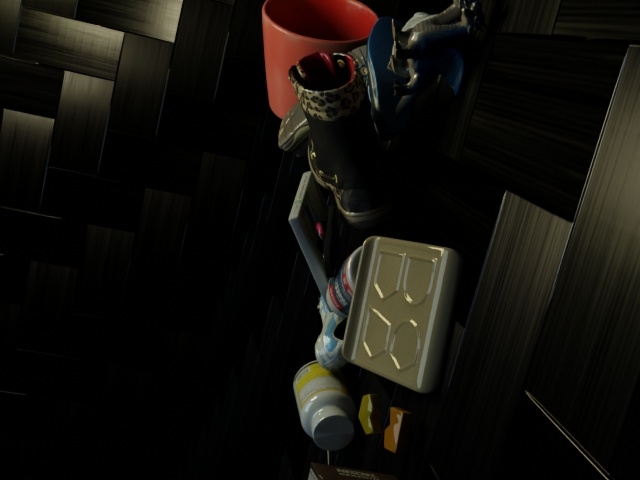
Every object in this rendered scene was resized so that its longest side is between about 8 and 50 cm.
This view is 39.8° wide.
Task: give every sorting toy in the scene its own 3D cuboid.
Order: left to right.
[{"bbox_3d":[0.116,0.153,1.350,0.229,0.041,0.307,11,90,58],"label":"sorting toy"}]

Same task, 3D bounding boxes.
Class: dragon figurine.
[{"bbox_3d":[0.187,-0.286,1.413,0.289,0.144,0.085,87,-178,-52],"label":"dragon figurine"}]

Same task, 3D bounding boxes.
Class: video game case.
[{"bbox_3d":[0.000,0.000,1.688,0.193,0.023,0.212,-76,-33,-59],"label":"video game case"}]

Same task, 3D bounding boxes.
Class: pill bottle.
[{"bbox_3d":[0.010,0.304,1.626,0.184,0.103,0.103,-112,36,-67],"label":"pill bottle"},{"bbox_3d":[0.073,0.079,1.544,0.180,0.108,0.107,131,148,-66],"label":"pill bottle"}]

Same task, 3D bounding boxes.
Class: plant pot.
[{"bbox_3d":[-0.011,-0.412,2.043,0.275,0.275,0.243,-95,11,-51],"label":"plant pot"}]

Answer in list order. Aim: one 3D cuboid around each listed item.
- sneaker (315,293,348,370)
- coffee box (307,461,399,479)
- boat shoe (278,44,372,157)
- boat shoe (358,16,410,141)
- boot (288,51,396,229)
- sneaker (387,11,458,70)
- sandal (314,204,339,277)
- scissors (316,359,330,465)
[{"bbox_3d":[0.041,0.160,1.710,0.086,0.085,0.237,-28,26,19],"label":"sneaker"},{"bbox_3d":[0.035,0.468,1.298,0.098,0.141,0.246,-157,80,-77],"label":"coffee box"},{"bbox_3d":[0.052,-0.291,1.908,0.355,0.130,0.132,-33,38,44],"label":"boat shoe"},{"bbox_3d":[0.117,-0.310,1.698,0.089,0.109,0.258,118,161,-62],"label":"boat shoe"},{"bbox_3d":[0.027,-0.219,1.660,0.377,0.138,0.284,-107,-1,-57],"label":"boot"},{"bbox_3d":[0.179,-0.357,1.529,0.235,0.090,0.094,167,123,-74],"label":"sneaker"},{"bbox_3d":[0.007,-0.002,1.572,0.179,0.040,0.067,-82,-17,-52],"label":"sandal"},{"bbox_3d":[0.015,0.308,1.781,0.297,0.021,0.109,-96,23,-57],"label":"scissors"}]
